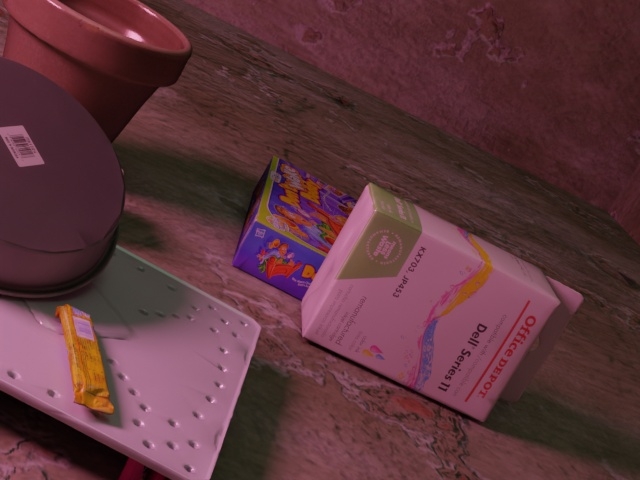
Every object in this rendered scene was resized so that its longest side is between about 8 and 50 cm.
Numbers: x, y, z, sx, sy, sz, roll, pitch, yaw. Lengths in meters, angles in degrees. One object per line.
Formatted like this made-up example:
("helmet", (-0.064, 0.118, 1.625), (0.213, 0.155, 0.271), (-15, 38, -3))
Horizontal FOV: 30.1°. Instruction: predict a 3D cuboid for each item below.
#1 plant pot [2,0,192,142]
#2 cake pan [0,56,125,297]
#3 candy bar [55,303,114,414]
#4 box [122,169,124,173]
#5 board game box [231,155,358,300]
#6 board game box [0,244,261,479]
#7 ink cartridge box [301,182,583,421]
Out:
("plant pot", (-0.343, -0.227, 1.646), (0.263, 0.229, 0.263), (28, 17, -9))
("cake pan", (-0.320, -0.079, 1.211), (0.293, 0.054, 0.293), (29, 38, -26))
("candy bar", (-0.219, 0.106, 1.103), (0.040, 0.018, 0.161), (24, 18, -29))
("box", (-0.388, -0.100, 1.450), (0.275, 0.094, 0.113), (15, 22, -39))
("board game box", (0.000, 0.000, 1.819), (0.233, 0.078, 0.347), (28, 18, -8))
("board game box", (-0.264, 0.083, 1.212), (0.390, 0.050, 0.390), (29, 17, -5))
("ink cartridge box", (0.174, 0.099, 1.602), (0.353, 0.207, 0.119), (26, 16, -12))
